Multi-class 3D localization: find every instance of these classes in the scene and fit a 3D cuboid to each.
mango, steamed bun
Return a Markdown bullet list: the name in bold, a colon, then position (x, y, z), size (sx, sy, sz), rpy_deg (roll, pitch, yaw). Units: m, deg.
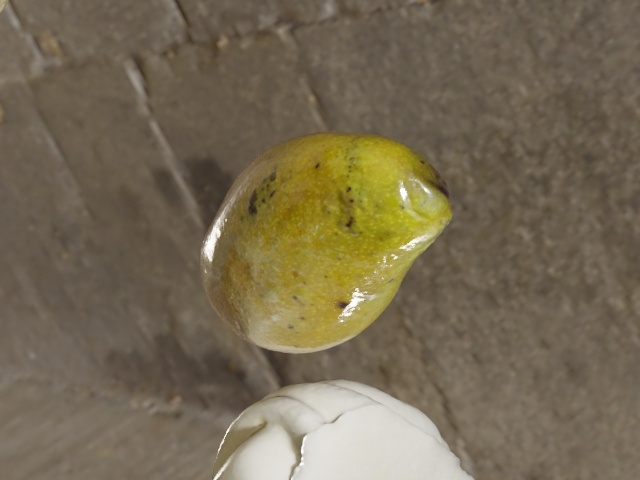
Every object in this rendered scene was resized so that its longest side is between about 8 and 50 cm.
- **mango**: position (-0.008, -0.001, 1.465), size (0.329, 0.177, 0.175), rpy_deg (131, 148, -62)
- **steamed bun**: position (0.004, 0.169, 0.931), size (0.106, 0.183, 0.183), rpy_deg (5, 122, 53)

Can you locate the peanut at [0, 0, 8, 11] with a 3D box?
- **peanut**: position (-0.255, -0.214, 1.092), size (0.194, 0.083, 0.093), rpy_deg (88, 179, -58)
